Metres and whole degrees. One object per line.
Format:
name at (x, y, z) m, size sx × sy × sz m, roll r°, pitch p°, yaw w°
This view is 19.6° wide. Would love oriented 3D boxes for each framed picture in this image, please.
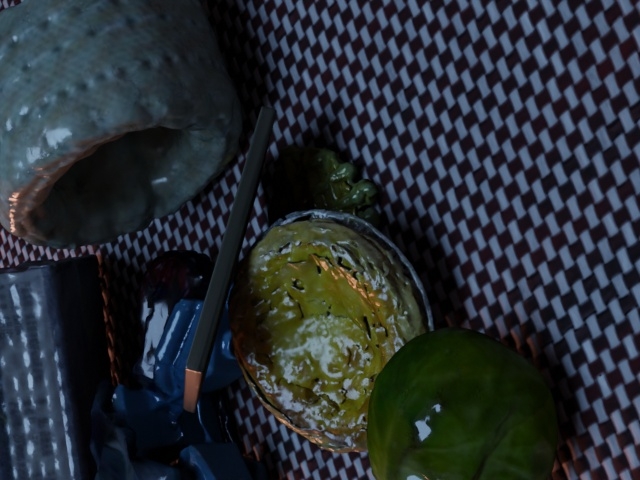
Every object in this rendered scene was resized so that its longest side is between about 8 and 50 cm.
framed picture at (-0.089, 0.024, 1.787) m, size 0.192 × 0.018 × 0.265 m, roll 106°, pitch 179°, yaw -71°

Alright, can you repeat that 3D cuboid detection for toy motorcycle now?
toy motorcycle at (-0.122, 0.222, 1.941) m, size 0.232 × 0.172 × 0.416 m, roll 8°, pitch 92°, yaw 47°

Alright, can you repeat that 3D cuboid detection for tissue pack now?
tissue pack at (-0.303, 0.219, 2.111) m, size 0.288 × 0.124 × 0.394 m, roll -28°, pitch -68°, yaw -87°

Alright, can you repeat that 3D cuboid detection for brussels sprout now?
brussels sprout at (0.115, 0.163, 1.573) m, size 0.181 × 0.161 × 0.144 m, roll -59°, pitch 5°, yaw 14°

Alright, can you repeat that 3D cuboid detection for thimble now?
thimble at (-0.226, -0.131, 1.916) m, size 0.291 × 0.291 × 0.195 m, roll -50°, pitch 57°, yaw 48°

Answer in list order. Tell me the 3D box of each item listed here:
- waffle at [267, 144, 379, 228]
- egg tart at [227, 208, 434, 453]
waffle at (0.000, 0.000, 1.806) m, size 0.169 × 0.036 × 0.183 m, roll 27°, pitch 119°, yaw 49°
egg tart at (0.019, 0.082, 1.714) m, size 0.234 × 0.094 × 0.234 m, roll 11°, pitch 110°, yaw 33°
